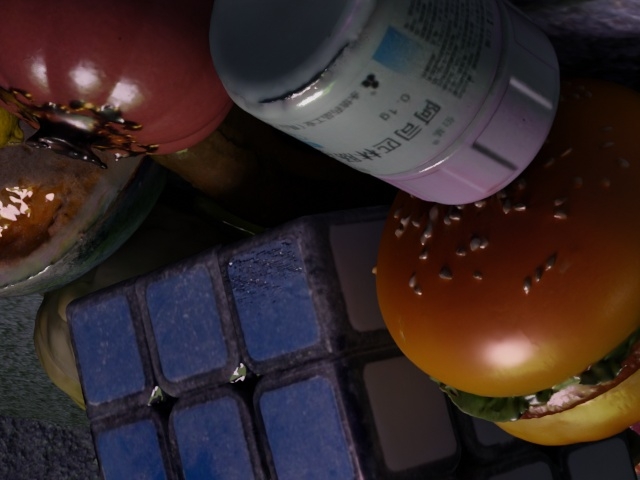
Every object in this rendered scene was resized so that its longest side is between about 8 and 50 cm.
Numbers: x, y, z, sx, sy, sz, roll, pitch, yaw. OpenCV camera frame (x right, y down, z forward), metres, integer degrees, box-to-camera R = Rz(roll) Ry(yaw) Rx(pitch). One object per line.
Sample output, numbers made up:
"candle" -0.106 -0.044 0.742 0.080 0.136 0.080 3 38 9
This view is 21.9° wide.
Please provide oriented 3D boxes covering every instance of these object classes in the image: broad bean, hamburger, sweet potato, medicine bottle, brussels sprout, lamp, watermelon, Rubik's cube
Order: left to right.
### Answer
"watermelon" -0.285 -0.016 1.436 0.322 0.175 0.188 14 167 24
"lamp" -0.137 -0.113 1.027 0.182 0.140 0.182 15 169 3
"brussels sprout" -0.126 0.083 1.552 0.274 0.242 0.316 36 -171 -22
"sweet potato" -0.066 -0.084 1.233 0.112 0.085 0.286 -32 133 25
"broad bean" 0.001 -0.002 1.509 0.254 0.065 0.046 19 126 -6
"Rubik's cube" 0.027 0.141 1.285 0.305 0.301 0.304 -19 172 43
"medicine bottle" 0.039 -0.104 0.928 0.135 0.135 0.168 -2 161 45
"hamburger" 0.142 -0.002 1.036 0.170 0.246 0.246 36 155 -33

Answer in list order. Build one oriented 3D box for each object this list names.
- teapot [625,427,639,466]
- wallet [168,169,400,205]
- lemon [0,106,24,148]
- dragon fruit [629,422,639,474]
"teapot" 0.224 0.165 1.740 0.268 0.185 0.175 31 -149 29
"wallet" -0.009 -0.044 1.415 0.285 0.030 0.146 15 163 -12
"lemon" -0.279 -0.107 1.290 0.111 0.082 0.082 26 162 -22
"dragon fruit" 0.390 0.209 1.829 0.282 0.147 0.211 4 163 37
